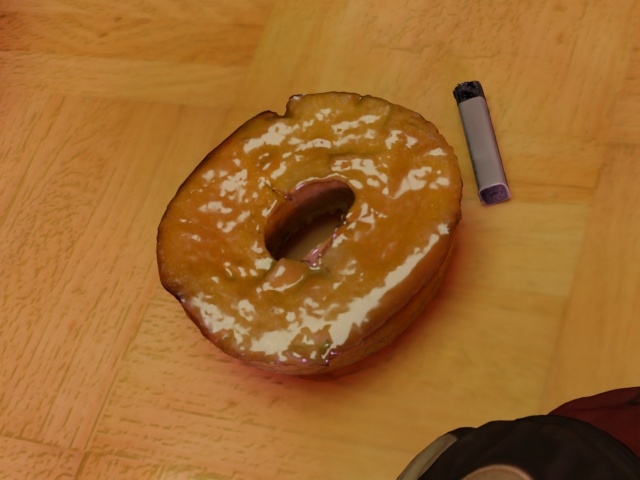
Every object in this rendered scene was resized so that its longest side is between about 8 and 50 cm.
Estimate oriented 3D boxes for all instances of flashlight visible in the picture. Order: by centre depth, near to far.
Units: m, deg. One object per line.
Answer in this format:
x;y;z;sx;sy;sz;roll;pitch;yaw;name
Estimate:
0.096;-0.060;0.820;0.018;0.018;0.083;-16;53;10;flashlight

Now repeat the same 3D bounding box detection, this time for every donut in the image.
0.000;0.000;0.787;0.178;0.065;0.162;-34;58;-6;donut

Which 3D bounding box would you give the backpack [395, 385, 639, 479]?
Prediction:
0.131;0.159;0.593;0.229;0.139;0.229;-22;37;17;backpack
